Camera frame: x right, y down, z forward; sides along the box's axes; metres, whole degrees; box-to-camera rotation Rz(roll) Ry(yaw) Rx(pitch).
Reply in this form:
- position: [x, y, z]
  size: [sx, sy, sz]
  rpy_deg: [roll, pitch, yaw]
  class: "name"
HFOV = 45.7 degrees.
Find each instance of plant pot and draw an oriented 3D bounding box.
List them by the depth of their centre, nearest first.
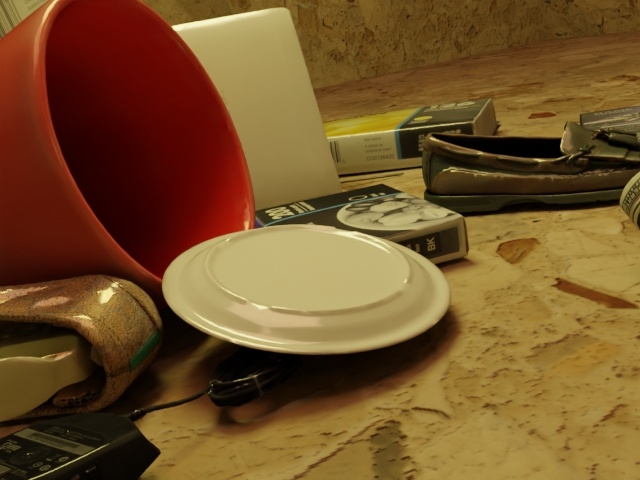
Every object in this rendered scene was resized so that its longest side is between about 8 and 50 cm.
- position: [-0.228, -0.044, 0.649]
  size: [0.243, 0.274, 0.275]
  rpy_deg: [-19, 12, 21]
  class: "plant pot"

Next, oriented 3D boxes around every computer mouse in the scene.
- position: [-0.092, 0.107, 0.417]
  size: [0.071, 0.041, 0.242]
  rpy_deg: [1, 12, 42]
  class: "computer mouse"

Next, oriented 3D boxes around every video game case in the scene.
- position: [0.438, -0.146, 0.978]
  size: [0.196, 0.026, 0.274]
  rpy_deg: [-5, 15, 20]
  class: "video game case"

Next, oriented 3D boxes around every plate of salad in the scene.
- position: [-0.009, 0.036, 0.535]
  size: [0.200, 0.048, 0.200]
  rpy_deg: [2, 24, -1]
  class: "plate of salad"

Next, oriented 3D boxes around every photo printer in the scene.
- position: [-0.154, -0.127, 0.892]
  size: [0.308, 0.255, 0.107]
  rpy_deg: [-14, -5, -14]
  class: "photo printer"

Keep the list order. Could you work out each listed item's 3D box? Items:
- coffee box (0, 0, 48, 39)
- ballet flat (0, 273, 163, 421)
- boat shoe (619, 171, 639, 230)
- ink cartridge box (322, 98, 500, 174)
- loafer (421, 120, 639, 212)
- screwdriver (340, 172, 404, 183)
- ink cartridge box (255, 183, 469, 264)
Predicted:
- position: [-0.466, -0.178, 0.979]
  size: [0.335, 0.338, 0.337]
  rpy_deg: [-7, 32, 18]
  class: "coffee box"
- position: [-0.263, 0.084, 0.485]
  size: [0.316, 0.107, 0.106]
  rpy_deg: [-12, 22, 2]
  class: "ballet flat"
- position: [0.325, -0.026, 0.545]
  size: [0.220, 0.077, 0.070]
  rpy_deg: [-11, 49, -14]
  class: "boat shoe"
- position: [0.120, -0.172, 1.218]
  size: [0.304, 0.072, 0.307]
  rpy_deg: [-6, 18, 20]
  class: "ink cartridge box"
- position: [0.233, -0.082, 0.769]
  size: [0.268, 0.084, 0.096]
  rpy_deg: [-6, 16, 18]
  class: "loafer"
- position: [0.030, -0.082, 1.036]
  size: [0.170, 0.024, 0.025]
  rpy_deg: [-12, 44, -9]
  class: "screwdriver"
- position: [0.000, 0.000, 0.712]
  size: [0.208, 0.045, 0.206]
  rpy_deg: [-15, 16, -12]
  class: "ink cartridge box"
